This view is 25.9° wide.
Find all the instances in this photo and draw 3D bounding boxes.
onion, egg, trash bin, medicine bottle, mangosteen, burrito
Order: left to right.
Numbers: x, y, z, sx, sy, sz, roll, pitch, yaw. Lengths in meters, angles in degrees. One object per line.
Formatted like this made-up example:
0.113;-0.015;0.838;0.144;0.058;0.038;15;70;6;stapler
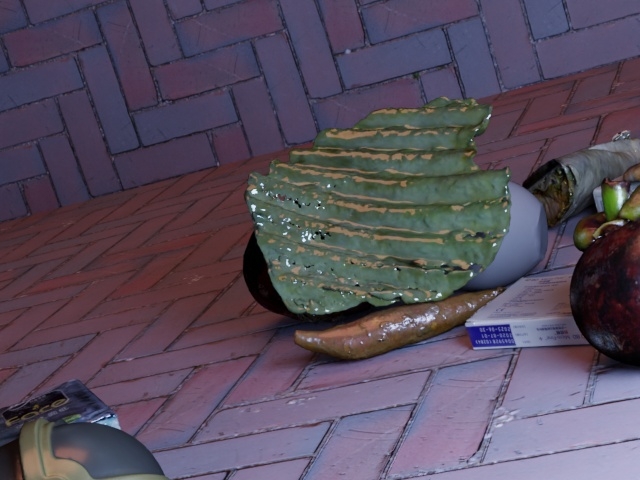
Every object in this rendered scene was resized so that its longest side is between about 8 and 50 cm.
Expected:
-0.311;0.307;1.445;0.333;0.214;0.214;-23;12;2;trash bin
0.000;0.021;2.230;0.281;0.281;0.221;-7;-13;38;onion
0.227;-0.011;2.120;0.231;0.176;0.176;-7;15;19;egg
0.321;0.088;1.870;0.201;0.052;0.171;-8;16;40;medicine bottle
0.435;-0.100;2.369;0.175;0.107;0.347;-45;-12;33;burrito
0.398;0.037;1.623;0.216;0.216;0.216;-17;13;4;mangosteen

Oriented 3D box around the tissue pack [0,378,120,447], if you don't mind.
-0.388;0.275;1.986;0.173;0.073;0.235;-21;13;-18;tissue pack

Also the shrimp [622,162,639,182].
0.569;-0.141;2.207;0.223;0.047;0.126;-25;4;-24;shrimp

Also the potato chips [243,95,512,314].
0.085;-0.068;2.048;0.389;0.097;0.373;-14;49;7;potato chips

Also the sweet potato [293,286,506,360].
0.119;0.121;1.980;0.314;0.066;0.072;-15;21;-3;sweet potato

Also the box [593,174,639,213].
0.576;-0.078;2.185;0.168;0.071;0.259;-24;15;-26;box
